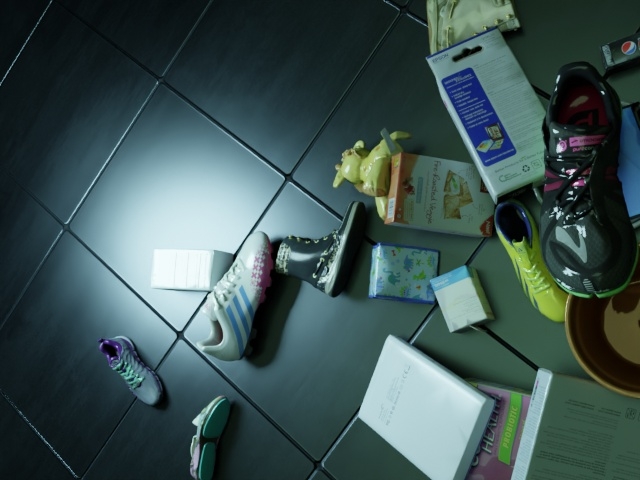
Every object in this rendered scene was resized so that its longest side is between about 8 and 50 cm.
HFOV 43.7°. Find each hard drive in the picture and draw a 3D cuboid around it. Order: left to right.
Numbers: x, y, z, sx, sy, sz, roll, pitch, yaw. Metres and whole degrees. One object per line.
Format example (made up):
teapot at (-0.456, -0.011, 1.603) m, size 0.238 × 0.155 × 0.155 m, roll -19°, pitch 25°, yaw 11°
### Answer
hard drive at (0.218, 0.362, 1.708) m, size 0.319 × 0.040 × 0.210 m, roll 30°, pitch 103°, yaw 52°

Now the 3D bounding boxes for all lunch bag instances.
lunch bag at (0.192, 0.076, 1.820) m, size 0.151 × 0.096 × 0.128 m, roll 5°, pitch 85°, yaw -5°

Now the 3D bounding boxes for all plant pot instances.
plant pot at (0.636, 0.159, 1.554) m, size 0.291 × 0.203 × 0.290 m, roll -3°, pitch 81°, yaw 22°

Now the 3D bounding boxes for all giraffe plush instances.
giraffe plush at (0.120, -0.158, 1.852) m, size 0.171 × 0.181 × 0.210 m, roll 2°, pitch 116°, yaw 47°

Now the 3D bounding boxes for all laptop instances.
laptop at (0.641, -0.181, 1.573) m, size 0.137 × 0.264 × 0.234 m, roll -12°, pitch 76°, yaw -16°

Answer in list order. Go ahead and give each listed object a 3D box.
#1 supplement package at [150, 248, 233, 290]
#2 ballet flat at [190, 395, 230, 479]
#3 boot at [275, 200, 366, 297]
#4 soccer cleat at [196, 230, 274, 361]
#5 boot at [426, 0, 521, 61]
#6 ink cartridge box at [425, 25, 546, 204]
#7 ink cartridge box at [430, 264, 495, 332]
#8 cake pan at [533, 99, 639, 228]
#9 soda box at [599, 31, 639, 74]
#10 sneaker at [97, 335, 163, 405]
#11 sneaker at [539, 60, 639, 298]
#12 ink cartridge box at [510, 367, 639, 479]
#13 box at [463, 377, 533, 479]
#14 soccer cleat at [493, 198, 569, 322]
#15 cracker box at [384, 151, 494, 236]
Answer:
supplement package at (-0.326, 0.077, 2.035) m, size 0.179 × 0.105 × 0.105 m, roll 1°, pitch 83°, yaw 23°
ballet flat at (-0.287, 0.488, 1.988) m, size 0.079 × 0.077 × 0.221 m, roll 10°, pitch 87°, yaw 44°
boot at (-0.001, 0.001, 1.917) m, size 0.179 × 0.085 × 0.236 m, roll 18°, pitch 91°, yaw 27°
soccer cleat at (-0.210, 0.131, 1.943) m, size 0.116 × 0.143 × 0.331 m, roll 10°, pitch 87°, yaw 62°
boot at (0.356, -0.457, 1.821) m, size 0.204 × 0.095 × 0.261 m, roll -9°, pitch 76°, yaw 21°
ink cartridge box at (0.381, -0.274, 1.725) m, size 0.176 × 0.069 × 0.370 m, roll -23°, pitch 71°, yaw 3°
ink cartridge box at (0.316, 0.140, 1.756) m, size 0.090 × 0.092 × 0.143 m, roll -24°, pitch 74°, yaw 19°
cake pan at (0.599, -0.152, 1.694) m, size 0.293 × 0.054 × 0.293 m, roll -3°, pitch 82°, yaw 23°
soda box at (0.683, -0.409, 1.688) m, size 0.169 × 0.060 × 0.053 m, roll -17°, pitch 78°, yaw 20°
sneaker at (-0.503, 0.345, 2.079) m, size 0.083 × 0.098 × 0.223 m, roll -48°, pitch 68°, yaw 11°
sneaker at (0.479, -0.121, 1.492) m, size 0.185 × 0.202 × 0.482 m, roll -11°, pitch 62°, yaw 26°
ink cartridge box at (0.539, 0.444, 1.547) m, size 0.324 × 0.071 × 0.330 m, roll 16°, pitch 89°, yaw -10°
box at (0.398, 0.419, 1.670) m, size 0.243 × 0.117 × 0.213 m, roll 10°, pitch 87°, yaw 25°
soccer cleat at (0.446, 0.043, 1.696) m, size 0.093 × 0.121 × 0.289 m, roll -28°, pitch 73°, yaw 18°
cracker box at (0.267, -0.098, 1.758) m, size 0.232 × 0.067 × 0.155 m, roll 7°, pitch 85°, yaw -13°
